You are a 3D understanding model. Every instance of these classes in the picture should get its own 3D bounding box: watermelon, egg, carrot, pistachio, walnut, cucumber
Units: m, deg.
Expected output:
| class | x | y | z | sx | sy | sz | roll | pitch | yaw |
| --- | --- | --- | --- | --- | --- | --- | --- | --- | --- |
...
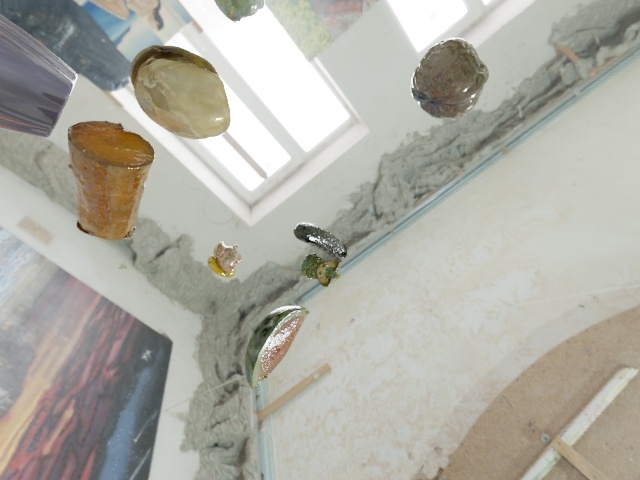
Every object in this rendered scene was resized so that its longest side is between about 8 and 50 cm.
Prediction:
| class | x | y | z | sx | sy | sz | roll | pitch | yaw |
| --- | --- | --- | --- | --- | --- | --- | --- | --- | --- |
| watermelon | -0.110 | 0.250 | 1.013 | 0.063 | 0.119 | 0.245 | 6 | -131 | 43 |
| egg | -0.295 | -0.885 | 1.392 | 0.183 | 0.217 | 0.183 | -19 | -147 | 13 |
| carrot | -0.531 | -0.138 | 0.998 | 0.196 | 0.196 | 0.254 | -93 | -152 | -55 |
| pistachio | -0.397 | -0.426 | 1.194 | 0.238 | 0.321 | 0.229 | -44 | -125 | 11 |
| walnut | 0.428 | -0.531 | 1.335 | 0.248 | 0.248 | 0.248 | -32 | -150 | 21 |
| cucumber | 0.001 | -0.003 | 1.146 | 0.067 | 0.245 | 0.067 | -11 | -114 | 25 |

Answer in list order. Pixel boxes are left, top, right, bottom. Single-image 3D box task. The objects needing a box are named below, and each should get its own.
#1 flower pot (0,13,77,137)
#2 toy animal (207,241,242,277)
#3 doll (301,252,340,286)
| class | x | y | z | sx | sy | sz | roll | pitch | yaw |
| --- | --- | --- | --- | --- | --- | --- | --- | --- | --- |
| flower pot | -0.744 | -0.388 | 0.966 | 0.265 | 0.243 | 0.265 | -27 | -128 | 42 |
| toy animal | -0.254 | 0.051 | 1.129 | 0.082 | 0.091 | 0.114 | -34 | -156 | 20 |
| doll | 0.010 | 0.087 | 1.114 | 0.113 | 0.076 | 0.078 | 23 | -103 | 20 |
